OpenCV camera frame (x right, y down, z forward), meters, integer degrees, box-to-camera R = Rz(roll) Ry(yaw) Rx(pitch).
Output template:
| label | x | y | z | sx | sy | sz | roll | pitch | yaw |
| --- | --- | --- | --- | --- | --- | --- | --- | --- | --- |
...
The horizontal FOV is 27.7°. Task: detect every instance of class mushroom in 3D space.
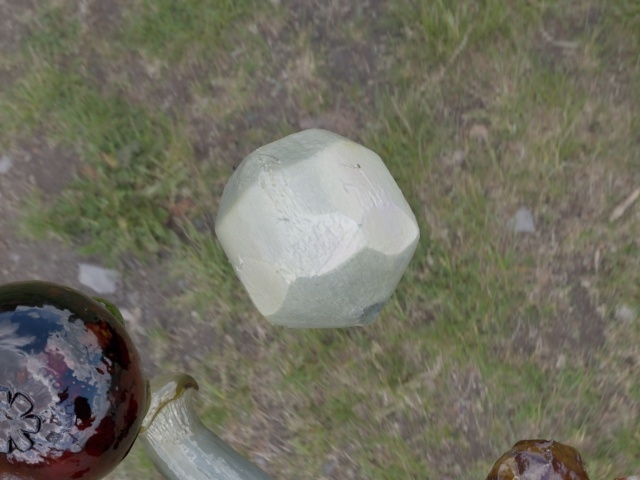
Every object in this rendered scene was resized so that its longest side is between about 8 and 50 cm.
| label | x | y | z | sx | sy | sz | roll | pitch | yaw |
| --- | --- | --- | --- | --- | --- | --- | --- | --- | --- |
| mushroom | -0.121 | 0.315 | 1.624 | 0.122 | 0.159 | 0.328 | -37 | 88 | -32 |

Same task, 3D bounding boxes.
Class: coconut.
| label | x | y | z | sx | sy | sz | roll | pitch | yaw |
| --- | --- | --- | --- | --- | --- | --- | --- | --- | --- |
| coconut | -0.002 | 0.000 | 1.092 | 0.161 | 0.161 | 0.162 | -29 | 68 | -1 |

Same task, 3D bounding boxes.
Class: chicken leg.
| label | x | y | z | sx | sy | sz | roll | pitch | yaw |
| --- | --- | --- | --- | --- | --- | --- | --- | --- | --- |
| chicken leg | 0.243 | 0.313 | 1.289 | 0.113 | 0.304 | 0.093 | -29 | 29 | -1 |

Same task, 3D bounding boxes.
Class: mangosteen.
| label | x | y | z | sx | sy | sz | roll | pitch | yaw |
| --- | --- | --- | --- | --- | --- | --- | --- | --- | --- |
| mangosteen | -0.221 | 0.112 | 1.065 | 0.200 | 0.200 | 0.200 | -2 | 74 | 7 |

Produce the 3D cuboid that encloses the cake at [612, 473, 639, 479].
| label | x | y | z | sx | sy | sz | roll | pitch | yaw |
| --- | --- | --- | --- | --- | --- | --- | --- | --- | --- |
| cake | 0.503 | 0.392 | 1.474 | 0.319 | 0.270 | 0.269 | -30 | 52 | 42 |
